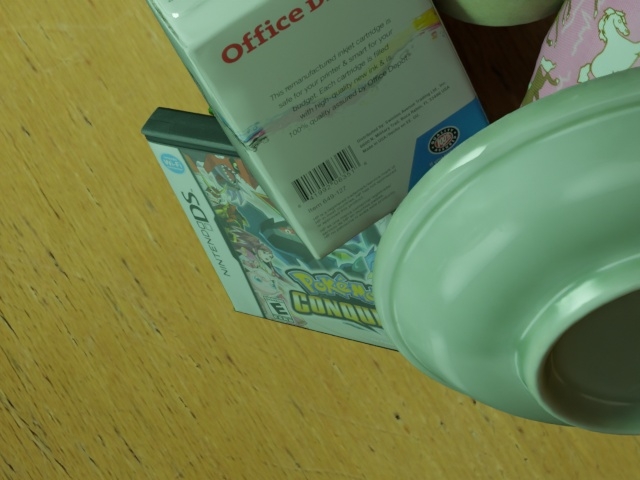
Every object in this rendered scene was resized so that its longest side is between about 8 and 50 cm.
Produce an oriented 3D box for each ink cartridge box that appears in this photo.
[{"bbox_3d":[-0.010,-0.146,1.299,0.168,0.171,0.232,54,176,47],"label":"ink cartridge box"}]

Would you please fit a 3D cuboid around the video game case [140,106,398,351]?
[{"bbox_3d":[0.000,0.000,1.514,0.275,0.035,0.248,12,144,32],"label":"video game case"}]

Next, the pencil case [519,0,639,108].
[{"bbox_3d":[0.248,-0.133,1.184,0.386,0.167,0.160,108,159,-50],"label":"pencil case"}]

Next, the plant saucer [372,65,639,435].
[{"bbox_3d":[0.239,0.040,1.200,0.400,0.400,0.100,-51,36,43],"label":"plant saucer"}]

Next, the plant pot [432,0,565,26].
[{"bbox_3d":[0.127,-0.292,1.198,0.256,0.256,0.274,24,144,25],"label":"plant pot"}]

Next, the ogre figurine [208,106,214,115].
[{"bbox_3d":[-0.034,-0.145,1.487,0.118,0.097,0.197,30,116,44],"label":"ogre figurine"}]
